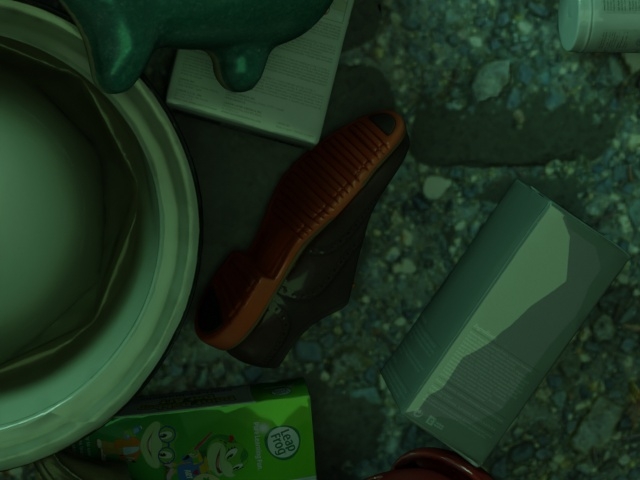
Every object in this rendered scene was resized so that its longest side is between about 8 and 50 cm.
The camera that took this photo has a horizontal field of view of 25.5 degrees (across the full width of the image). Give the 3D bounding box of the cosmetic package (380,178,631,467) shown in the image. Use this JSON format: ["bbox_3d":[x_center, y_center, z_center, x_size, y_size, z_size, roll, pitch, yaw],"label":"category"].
[{"bbox_3d":[0.166,0.071,1.308,0.107,0.127,0.238,36,98,-13],"label":"cosmetic package"}]

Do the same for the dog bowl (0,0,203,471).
[{"bbox_3d":[-0.311,-0.016,1.198,0.408,0.150,0.408,-3,104,-14],"label":"dog bowl"}]

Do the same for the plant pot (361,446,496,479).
[{"bbox_3d":[0.087,0.295,1.298,0.174,0.191,0.191,-32,108,-36],"label":"plant pot"}]

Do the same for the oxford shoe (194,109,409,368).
[{"bbox_3d":[0.000,0.000,1.301,0.098,0.097,0.271,34,102,-33],"label":"oxford shoe"}]

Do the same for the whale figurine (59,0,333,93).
[{"bbox_3d":[-0.083,-0.218,1.131,0.272,0.141,0.216,-39,119,-42],"label":"whale figurine"}]

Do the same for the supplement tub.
[{"bbox_3d":[0.277,-0.205,1.286,0.107,0.071,0.071,0,103,-7],"label":"supplement tub"}]

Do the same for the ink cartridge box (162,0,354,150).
[{"bbox_3d":[-0.052,-0.186,1.277,0.145,0.045,0.179,15,82,-9],"label":"ink cartridge box"}]

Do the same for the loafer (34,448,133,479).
[{"bbox_3d":[-0.197,0.219,1.282,0.148,0.056,0.050,40,95,-23],"label":"loafer"}]

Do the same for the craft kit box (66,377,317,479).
[{"bbox_3d":[-0.123,0.269,1.356,0.246,0.061,0.250,-7,104,-8],"label":"craft kit box"}]
